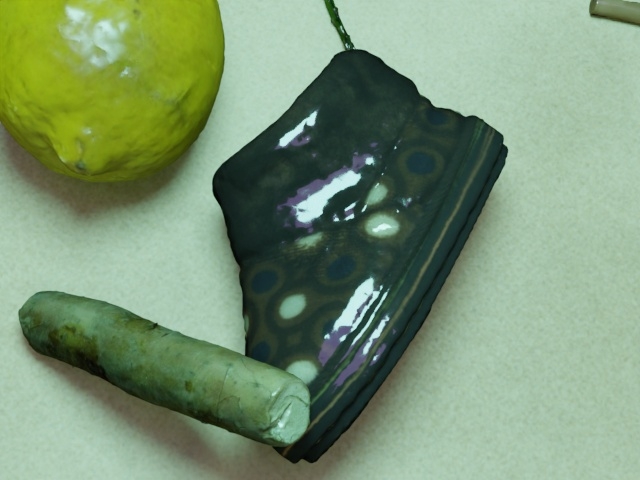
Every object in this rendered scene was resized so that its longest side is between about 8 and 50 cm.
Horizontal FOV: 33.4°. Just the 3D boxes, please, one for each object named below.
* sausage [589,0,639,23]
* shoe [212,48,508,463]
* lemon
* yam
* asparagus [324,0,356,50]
[{"bbox_3d":[0.363,-0.255,1.207,0.116,0.026,0.026,13,71,-2],"label":"sausage"},{"bbox_3d":[0.000,0.000,1.008,0.237,0.171,0.384,30,72,2],"label":"shoe"},{"bbox_3d":[-0.205,-0.182,1.023,0.233,0.233,0.288,3,60,-5],"label":"lemon"},{"bbox_3d":[-0.148,0.107,0.945,0.317,0.067,0.071,14,75,33],"label":"yam"},{"bbox_3d":[0.015,-0.257,1.178,0.016,0.016,0.163,-9,70,-28],"label":"asparagus"}]
